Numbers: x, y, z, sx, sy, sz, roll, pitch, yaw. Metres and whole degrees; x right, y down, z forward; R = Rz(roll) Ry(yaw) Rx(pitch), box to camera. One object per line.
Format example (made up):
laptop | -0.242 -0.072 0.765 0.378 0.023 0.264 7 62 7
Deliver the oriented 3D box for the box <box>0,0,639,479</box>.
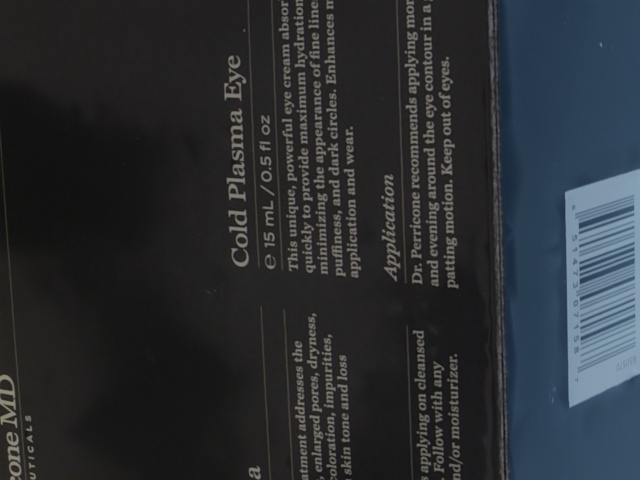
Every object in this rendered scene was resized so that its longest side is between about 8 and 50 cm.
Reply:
box | 0.000 0.000 0.936 0.312 0.179 0.343 6 -76 36
